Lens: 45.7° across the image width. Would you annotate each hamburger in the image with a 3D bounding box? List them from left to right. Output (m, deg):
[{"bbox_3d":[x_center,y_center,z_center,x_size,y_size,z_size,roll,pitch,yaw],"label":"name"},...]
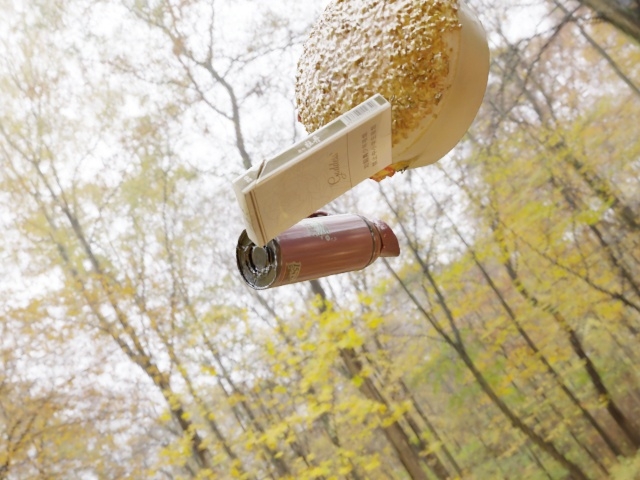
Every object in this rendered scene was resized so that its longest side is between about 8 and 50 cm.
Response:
[{"bbox_3d":[0.085,-0.225,1.032,0.179,0.276,0.294,6,-55,-38],"label":"hamburger"}]

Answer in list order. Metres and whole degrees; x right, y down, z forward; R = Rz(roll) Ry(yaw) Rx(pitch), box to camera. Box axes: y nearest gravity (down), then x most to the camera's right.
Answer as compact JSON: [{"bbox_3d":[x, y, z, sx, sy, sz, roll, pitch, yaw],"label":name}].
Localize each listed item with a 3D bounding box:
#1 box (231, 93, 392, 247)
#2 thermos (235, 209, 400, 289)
[{"bbox_3d":[-0.003,-0.079,0.863,0.198,0.029,0.109,-33,-30,-14],"label":"box"},{"bbox_3d":[0.002,0.009,1.366,0.330,0.136,0.109,-9,-77,-44],"label":"thermos"}]
